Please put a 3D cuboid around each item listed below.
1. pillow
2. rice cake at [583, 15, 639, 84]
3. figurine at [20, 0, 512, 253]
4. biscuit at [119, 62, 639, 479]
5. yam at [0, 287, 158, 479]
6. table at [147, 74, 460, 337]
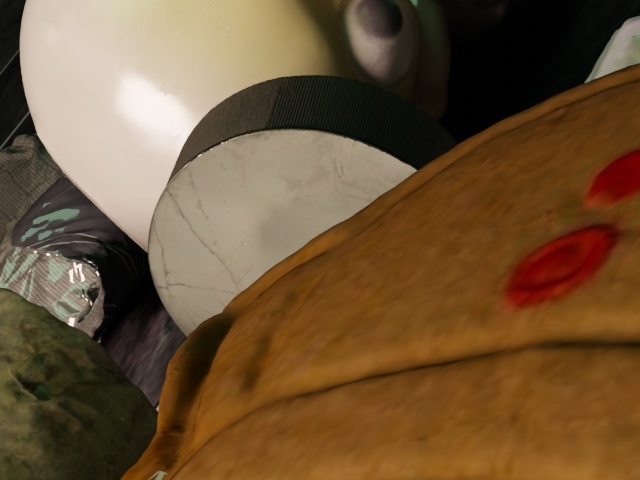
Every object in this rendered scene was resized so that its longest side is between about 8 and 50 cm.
[{"bbox_3d":[-0.181,0.012,1.244,0.161,0.092,0.335,-58,20,-4],"label":"pillow"},{"bbox_3d":[0.097,0.003,0.713,0.085,0.040,0.226,-21,35,56],"label":"rice cake"},{"bbox_3d":[0.039,-0.146,0.968,0.394,0.226,0.274,-46,-10,-5],"label":"figurine"},{"bbox_3d":[0.060,0.066,0.516,0.359,0.074,0.381,-10,30,46],"label":"biscuit"},{"bbox_3d":[-0.144,0.167,0.768,0.168,0.168,0.304,-35,23,37],"label":"yam"},{"bbox_3d":[0.000,0.000,0.795,0.133,0.133,0.043,-38,21,32],"label":"table"}]
